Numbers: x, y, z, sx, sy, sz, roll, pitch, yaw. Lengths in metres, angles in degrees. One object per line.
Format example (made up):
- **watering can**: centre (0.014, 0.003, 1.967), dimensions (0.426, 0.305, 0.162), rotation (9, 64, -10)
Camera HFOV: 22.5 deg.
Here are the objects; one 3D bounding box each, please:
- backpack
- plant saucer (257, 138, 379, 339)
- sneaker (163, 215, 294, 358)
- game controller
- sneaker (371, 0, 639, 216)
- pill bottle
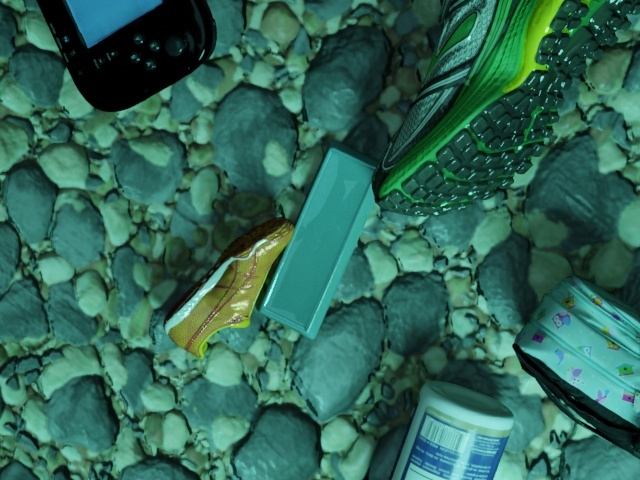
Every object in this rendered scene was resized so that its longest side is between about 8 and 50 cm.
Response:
- **backpack**: centre (0.267, 0.117, 1.461), dimensions (0.182, 0.152, 0.115), rotation (36, 87, 14)
- **plant saucer**: centre (0.000, 0.000, 1.584), dimensions (0.067, 0.018, 0.192), rotation (26, 101, 13)
- **sneaker**: centre (-0.081, 0.045, 1.597), dimensions (0.067, 0.064, 0.175), rotation (41, 110, -10)
- **game controller**: centre (-0.224, -0.292, 1.604), dimensions (0.166, 0.067, 0.319), rotation (-26, 86, 16)
- **sneaker**: centre (0.158, -0.165, 1.487), dimensions (0.343, 0.134, 0.146), rotation (-53, 54, 17)
- **pill bottle**: centre (0.114, 0.227, 1.527), dimensions (0.094, 0.094, 0.169), rotation (21, 100, 14)
